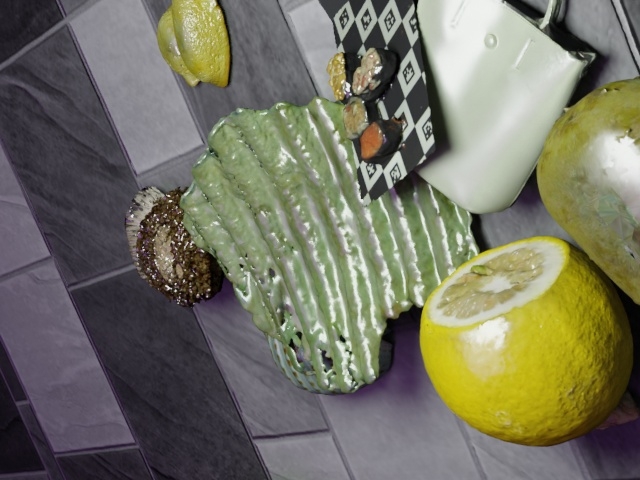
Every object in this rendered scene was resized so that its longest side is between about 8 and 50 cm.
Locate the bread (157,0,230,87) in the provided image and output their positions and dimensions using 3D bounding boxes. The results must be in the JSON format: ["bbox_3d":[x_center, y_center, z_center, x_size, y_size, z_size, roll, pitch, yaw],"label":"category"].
[{"bbox_3d":[-0.202,-0.311,1.878,0.149,0.065,0.187,21,128,46],"label":"bread"}]

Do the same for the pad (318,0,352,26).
[{"bbox_3d":[0.061,-0.280,1.644,0.157,0.003,0.112,57,142,6],"label":"pad"}]

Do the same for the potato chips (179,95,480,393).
[{"bbox_3d":[-0.006,-0.005,1.696,0.389,0.097,0.373,47,119,9],"label":"potato chips"}]

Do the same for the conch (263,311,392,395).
[{"bbox_3d":[-0.001,0.153,1.864,0.200,0.131,0.172,10,118,46],"label":"conch"}]

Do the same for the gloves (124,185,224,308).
[{"bbox_3d":[-0.211,0.001,2.004,0.312,0.135,0.210,-154,69,-64],"label":"gloves"}]

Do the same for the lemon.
[{"bbox_3d":[0.248,0.131,1.492,0.240,0.240,0.219,-7,120,50],"label":"lemon"}]

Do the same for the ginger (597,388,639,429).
[{"bbox_3d":[0.278,0.205,1.637,0.288,0.075,0.089,-3,104,53],"label":"ginger"}]

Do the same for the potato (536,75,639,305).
[{"bbox_3d":[0.359,-0.034,1.317,0.307,0.173,0.210,52,139,10],"label":"potato"}]

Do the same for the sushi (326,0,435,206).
[{"bbox_3d":[0.055,-0.196,1.551,0.192,0.043,0.279,-38,55,56],"label":"sushi"}]

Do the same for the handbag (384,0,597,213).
[{"bbox_3d":[0.187,-0.202,1.471,0.241,0.109,0.315,40,133,27],"label":"handbag"}]
